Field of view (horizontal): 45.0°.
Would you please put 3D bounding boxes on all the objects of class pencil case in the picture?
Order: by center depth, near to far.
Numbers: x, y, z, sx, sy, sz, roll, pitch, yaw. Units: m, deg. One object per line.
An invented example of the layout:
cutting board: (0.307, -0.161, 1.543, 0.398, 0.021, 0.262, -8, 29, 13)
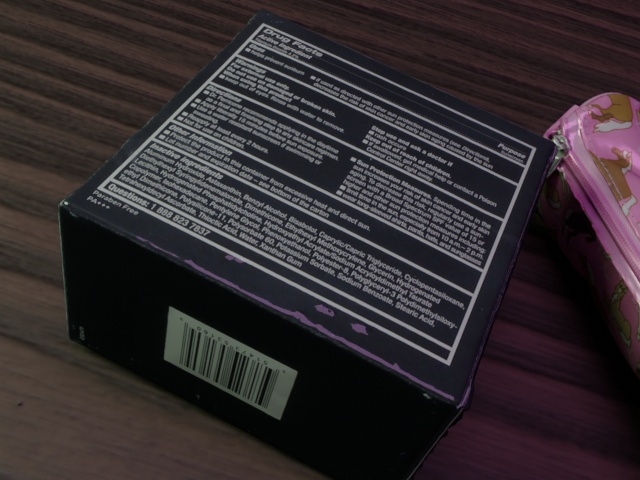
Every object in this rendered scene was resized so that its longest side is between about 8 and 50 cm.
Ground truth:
pencil case: (0.315, 0.043, 0.701, 0.167, 0.160, 0.386, -9, 53, -11)

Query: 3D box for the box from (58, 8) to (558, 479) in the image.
box: (0.000, 0.000, 0.640, 0.296, 0.182, 0.294, 27, 50, 7)
